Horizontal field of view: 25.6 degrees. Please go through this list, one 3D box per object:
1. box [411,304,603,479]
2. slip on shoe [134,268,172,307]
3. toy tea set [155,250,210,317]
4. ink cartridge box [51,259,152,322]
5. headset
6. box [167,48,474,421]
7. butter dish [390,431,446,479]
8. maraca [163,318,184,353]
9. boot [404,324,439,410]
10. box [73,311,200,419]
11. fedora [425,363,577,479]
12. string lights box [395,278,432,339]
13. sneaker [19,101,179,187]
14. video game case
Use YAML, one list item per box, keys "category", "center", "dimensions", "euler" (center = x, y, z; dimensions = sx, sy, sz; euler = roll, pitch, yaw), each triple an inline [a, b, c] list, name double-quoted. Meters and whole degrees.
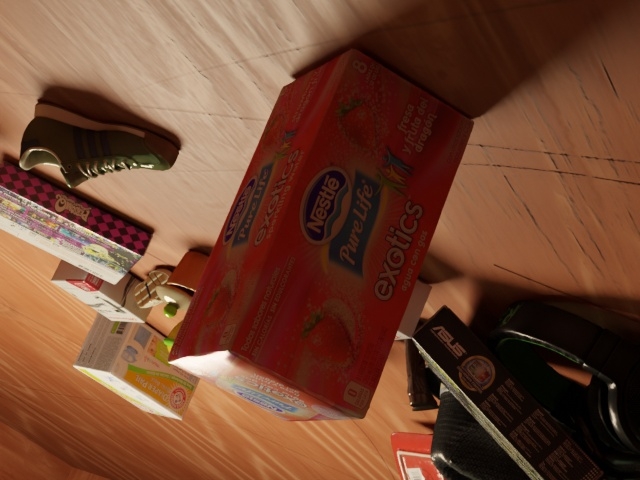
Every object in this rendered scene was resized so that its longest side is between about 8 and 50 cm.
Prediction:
- category: "box"
  center: [0.232, 0.215, 1.717]
  dimensions: [0.270, 0.060, 0.216]
  euler: [47, 176, 20]
- category: "slip on shoe"
  center: [-0.238, 0.072, 2.125]
  dimensions: [0.041, 0.051, 0.135]
  euler: [-11, 169, -31]
- category: "toy tea set"
  center: [-0.084, 0.144, 2.004]
  dimensions: [0.336, 0.124, 0.200]
  euler: [25, 161, -4]
- category: "ink cartridge box"
  center: [-0.338, 0.074, 2.212]
  dimensions: [0.099, 0.056, 0.135]
  euler: [-1, 149, 48]
- category: "headset"
  center: [0.356, 0.223, 1.625]
  dimensions: [0.394, 0.185, 0.243]
  euler: [31, 163, 12]
- category: "box"
  center: [0.000, 0.000, 1.271]
  dimensions: [0.142, 0.300, 0.154]
  euler: [29, 161, -20]
- category: "butter dish"
  center: [0.211, 0.374, 2.305]
  dimensions: [0.160, 0.118, 0.160]
  euler: [-4, 105, 52]
- category: "maraca"
  center: [-0.156, 0.162, 2.189]
  dimensions: [0.186, 0.099, 0.127]
  euler: [6, -178, -41]
- category: "boot"
  center: [0.132, 0.168, 1.879]
  dimensions: [0.037, 0.114, 0.106]
  euler: [-8, 164, 7]
- category: "box"
  center: [-0.318, 0.223, 2.494]
  dimensions: [0.103, 0.114, 0.203]
  euler: [6, 155, 42]
- category: "fedora"
  center: [0.271, 0.293, 1.952]
  dimensions: [0.334, 0.152, 0.334]
  euler: [20, 160, 8]
- category: "string lights box"
  center: [0.008, 0.069, 1.776]
  dimensions: [0.133, 0.076, 0.260]
  euler: [33, 158, -22]
- category: "sneaker"
  center: [-0.266, -0.095, 1.645]
  dimensions: [0.192, 0.086, 0.064]
  euler: [17, 160, 17]
- category: "video game case"
  center: [-0.371, -0.020, 2.025]
  dimensions: [0.232, 0.042, 0.210]
  euler: [27, 160, -11]
